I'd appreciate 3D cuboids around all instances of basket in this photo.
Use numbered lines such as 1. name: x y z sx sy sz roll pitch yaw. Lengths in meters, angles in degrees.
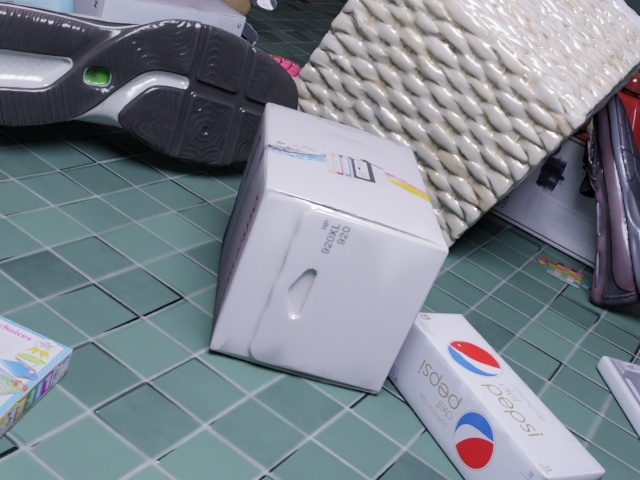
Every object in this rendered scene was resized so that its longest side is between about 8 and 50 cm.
1. basket: 0.183 -0.223 1.097 0.331 0.328 0.266 46 47 5

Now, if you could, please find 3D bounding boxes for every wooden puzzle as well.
1. wooden puzzle: 0.347 0.046 1.196 0.083 0.006 0.049 28 25 13

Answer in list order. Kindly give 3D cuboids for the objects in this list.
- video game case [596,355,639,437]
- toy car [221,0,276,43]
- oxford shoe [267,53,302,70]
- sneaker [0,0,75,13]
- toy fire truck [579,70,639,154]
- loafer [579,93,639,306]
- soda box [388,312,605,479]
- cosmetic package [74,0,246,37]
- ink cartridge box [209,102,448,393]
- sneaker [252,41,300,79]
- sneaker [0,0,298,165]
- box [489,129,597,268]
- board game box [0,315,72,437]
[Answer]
1. video game case: 0.410 0.205 0.908 0.173 0.022 0.190 16 25 -13
2. toy car: -0.182 -0.498 1.721 0.188 0.155 0.149 36 27 8
3. oxford shoe: -0.028 -0.226 1.377 0.272 0.096 0.098 26 5 1
4. sneaker: -0.512 -0.401 1.246 0.366 0.150 0.135 25 24 8
5. toy fire truck: 0.482 -0.219 1.546 0.170 0.253 0.302 7 28 -28
6. loafer: 0.393 -0.056 1.151 0.109 0.095 0.302 20 60 -54
7. soda box: 0.143 0.153 0.744 0.074 0.069 0.216 5 30 -33
8. cosmetic package: -0.360 -0.451 1.534 0.285 0.097 0.377 -2 33 -44
9. ink cartridge box: 0.000 0.000 0.818 0.168 0.171 0.232 16 26 -11
10. sneaker: -0.162 -0.225 1.224 0.299 0.120 0.112 11 56 -4
11. sneaker: -0.259 -0.224 1.045 0.448 0.169 0.257 6 21 -33
12. box: 0.422 -0.055 1.273 0.290 0.169 0.087 31 23 22
13. board game box: -0.275 0.081 0.607 0.154 0.026 0.103 24 25 5
